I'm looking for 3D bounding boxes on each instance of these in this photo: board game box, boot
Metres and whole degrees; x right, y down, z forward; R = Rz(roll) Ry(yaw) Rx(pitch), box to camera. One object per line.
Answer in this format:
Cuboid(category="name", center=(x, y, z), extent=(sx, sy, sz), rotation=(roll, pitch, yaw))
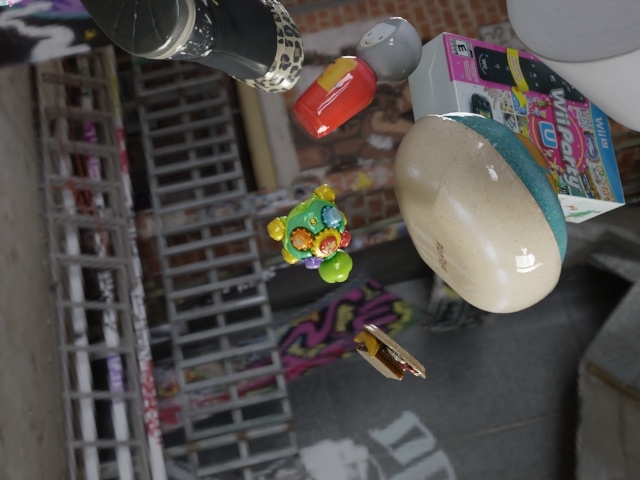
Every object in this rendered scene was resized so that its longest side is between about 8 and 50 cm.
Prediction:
Cuboid(category="board game box", center=(0.279, -0.154, 1.375), extent=(0.097, 0.303, 0.224), rotation=(-28, -117, 50))
Cuboid(category="boot", center=(-0.126, -0.212, 0.769), extent=(0.178, 0.085, 0.236), rotation=(9, 39, -56))

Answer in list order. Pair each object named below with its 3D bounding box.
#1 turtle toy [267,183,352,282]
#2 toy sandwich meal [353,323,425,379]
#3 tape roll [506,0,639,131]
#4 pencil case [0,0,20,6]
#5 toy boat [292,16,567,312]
Cuboid(category="turtle toy", center=(0.000, 0.000, 1.187), extent=(0.066, 0.095, 0.130), rotation=(45, -11, 43))
Cuboid(category="toy sandwich meal", center=(0.064, 0.111, 0.922), extent=(0.085, 0.029, 0.085), rotation=(40, -5, 4))
Cuboid(category="tape roll", center=(0.196, -0.162, 0.472), extent=(0.072, 0.219, 0.219), rotation=(31, 22, -26))
Cuboid(category="pencil case", center=(-0.483, -0.419, 1.396), extent=(0.284, 0.124, 0.124), rotation=(180, -104, -74))
Cuboid(category="toy boat", center=(0.121, -0.083, 0.931), extent=(0.318, 0.148, 0.267), rotation=(46, -8, 20))
